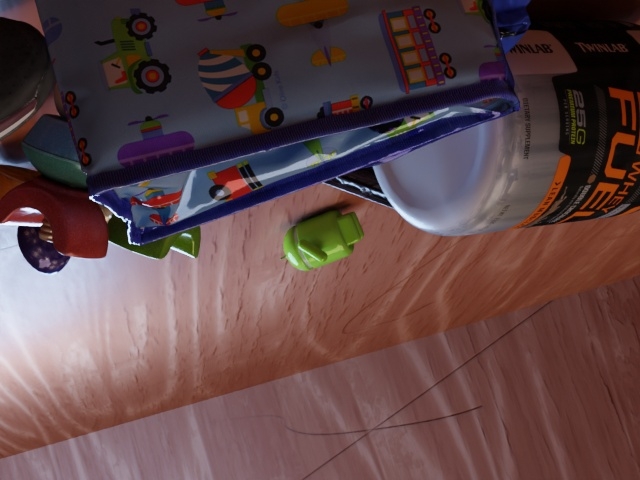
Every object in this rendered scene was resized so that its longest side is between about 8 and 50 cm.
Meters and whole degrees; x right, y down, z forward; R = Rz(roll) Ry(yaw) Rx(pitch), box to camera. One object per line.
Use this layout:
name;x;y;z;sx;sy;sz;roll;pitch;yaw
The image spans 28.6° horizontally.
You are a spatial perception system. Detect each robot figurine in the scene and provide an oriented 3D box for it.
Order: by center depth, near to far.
robot figurine;0.000;0.000;1.714;0.115;0.067;0.101;-22;-175;15

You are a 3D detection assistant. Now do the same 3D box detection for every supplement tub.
supplement tub;0.232;-0.119;1.261;0.338;0.207;0.207;-8;163;-36

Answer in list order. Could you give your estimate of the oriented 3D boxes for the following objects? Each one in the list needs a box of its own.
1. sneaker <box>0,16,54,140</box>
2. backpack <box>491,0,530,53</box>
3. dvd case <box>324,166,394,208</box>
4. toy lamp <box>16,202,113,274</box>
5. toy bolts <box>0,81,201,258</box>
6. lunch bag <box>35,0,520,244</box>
sneaker;-0.320;-0.116;0.828;0.281;0.106;0.162;-14;162;-11
backpack;0.107;-0.197;1.039;0.120;0.101;0.098;-7;156;-25
dvd case;0.111;-0.080;1.382;0.221;0.018;0.164;-18;-151;-41
toy lamp;-0.196;-0.044;1.298;0.275;0.080;0.080;-26;164;27
toy bolts;-0.205;-0.085;1.123;0.218;0.158;0.228;20;-173;16
lunch bag;-0.021;-0.154;0.794;0.293;0.221;0.138;-17;166;0
